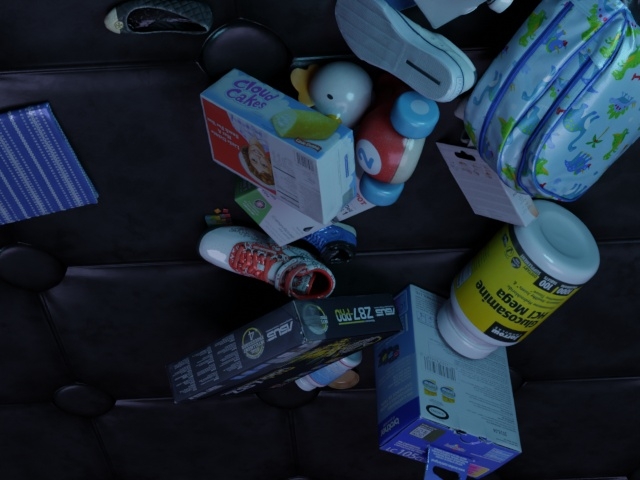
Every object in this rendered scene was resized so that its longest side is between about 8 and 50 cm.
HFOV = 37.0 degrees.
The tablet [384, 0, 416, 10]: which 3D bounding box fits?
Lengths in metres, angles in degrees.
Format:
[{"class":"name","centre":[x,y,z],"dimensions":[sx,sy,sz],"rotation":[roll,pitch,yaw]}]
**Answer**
[{"class":"tablet","centre":[0.114,-0.392,1.491],"dimensions":[0.054,0.006,0.083],"rotation":[-15,135,15]}]

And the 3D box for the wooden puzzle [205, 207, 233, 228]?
[{"class":"wooden puzzle","centre":[-0.198,-0.033,1.877],"dimensions":[0.049,0.006,0.083],"rotation":[-6,138,5]}]

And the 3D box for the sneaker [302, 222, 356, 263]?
[{"class":"sneaker","centre":[0.000,-0.001,1.861],"dimensions":[0.152,0.085,0.058],"rotation":[17,135,-20]}]

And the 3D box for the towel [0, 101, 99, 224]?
[{"class":"towel","centre":[-0.603,-0.127,1.747],"dimensions":[0.335,0.040,0.243],"rotation":[-11,135,7]}]

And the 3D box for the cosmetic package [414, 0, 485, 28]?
[{"class":"cosmetic package","centre":[0.156,-0.436,1.377],"dimensions":[0.127,0.107,0.238],"rotation":[-24,136,24]}]

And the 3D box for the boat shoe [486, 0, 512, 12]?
[{"class":"boat shoe","centre":[0.251,-0.416,1.327],"dimensions":[0.070,0.219,0.078],"rotation":[22,156,-18]}]

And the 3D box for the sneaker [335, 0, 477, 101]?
[{"class":"sneaker","centre":[0.129,-0.297,1.466],"dimensions":[0.091,0.258,0.094],"rotation":[-17,145,-49]}]

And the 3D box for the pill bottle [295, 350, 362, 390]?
[{"class":"pill bottle","centre":[0.013,0.277,2.167],"dimensions":[0.087,0.087,0.160],"rotation":[30,129,-30]}]

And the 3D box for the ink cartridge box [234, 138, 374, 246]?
[{"class":"ink cartridge box","centre":[-0.023,-0.101,1.743],"dimensions":[0.219,0.093,0.160],"rotation":[-23,134,23]}]

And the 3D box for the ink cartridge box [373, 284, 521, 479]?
[{"class":"ink cartridge box","centre":[0.258,0.320,1.993],"dimensions":[0.270,0.396,0.151],"rotation":[23,132,-24]}]

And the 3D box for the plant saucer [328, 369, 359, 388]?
[{"class":"plant saucer","centre":[0.050,0.323,2.272],"dimensions":[0.083,0.015,0.083],"rotation":[-1,137,0]}]

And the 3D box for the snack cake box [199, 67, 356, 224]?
[{"class":"snack cake box","centre":[-0.069,-0.155,1.575],"dimensions":[0.264,0.089,0.152],"rotation":[31,149,28]}]

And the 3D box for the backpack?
[{"class":"backpack","centre":[0.381,-0.233,1.441],"dimensions":[0.355,0.273,0.290],"rotation":[-35,154,25]}]

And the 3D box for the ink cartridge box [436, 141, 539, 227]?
[{"class":"ink cartridge box","centre":[0.301,-0.112,1.728],"dimensions":[0.045,0.145,0.179],"rotation":[-42,120,-17]}]

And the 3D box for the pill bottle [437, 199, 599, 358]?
[{"class":"pill bottle","centre":[0.378,0.090,1.896],"dimensions":[0.187,0.188,0.334],"rotation":[18,134,-20]}]

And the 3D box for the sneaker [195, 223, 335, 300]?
[{"class":"sneaker","centre":[-0.099,0.045,1.848],"dimensions":[0.270,0.145,0.090],"rotation":[16,101,-25]}]

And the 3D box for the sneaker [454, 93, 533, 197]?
[{"class":"sneaker","centre":[0.318,-0.173,1.691],"dimensions":[0.121,0.099,0.262],"rotation":[-9,135,26]}]

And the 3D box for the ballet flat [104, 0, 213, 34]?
[{"class":"ballet flat","centre":[-0.254,-0.347,1.497],"dimensions":[0.173,0.049,0.057],"rotation":[-4,137,2]}]

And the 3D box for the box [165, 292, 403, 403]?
[{"class":"box","centre":[-0.075,0.221,1.974],"dimensions":[0.394,0.097,0.318],"rotation":[-29,160,35]}]

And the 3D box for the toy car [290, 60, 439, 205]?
[{"class":"toy car","centre":[0.057,-0.211,1.563],"dimensions":[0.237,0.210,0.219],"rotation":[18,144,-3]}]
